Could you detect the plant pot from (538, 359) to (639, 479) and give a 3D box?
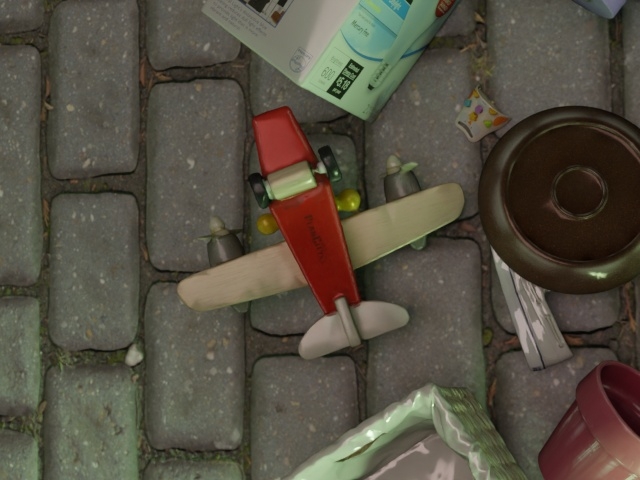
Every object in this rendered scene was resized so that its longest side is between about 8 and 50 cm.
[{"bbox_3d":[0.435,0.312,1.674,0.201,0.201,0.180,49,118,18],"label":"plant pot"}]

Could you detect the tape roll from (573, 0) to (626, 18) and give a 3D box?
[{"bbox_3d":[0.371,-0.462,1.719,0.275,0.275,0.090,42,100,20],"label":"tape roll"}]

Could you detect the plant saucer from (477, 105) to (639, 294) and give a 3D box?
[{"bbox_3d":[0.404,-0.071,1.742,0.311,0.050,0.310,-1,77,6],"label":"plant saucer"}]

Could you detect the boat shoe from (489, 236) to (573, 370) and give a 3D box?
[{"bbox_3d":[0.338,0.078,1.789,0.084,0.095,0.258,-18,86,10],"label":"boat shoe"}]

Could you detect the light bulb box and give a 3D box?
[{"bbox_3d":[0.054,-0.421,1.797,0.225,0.358,0.361,39,100,18],"label":"light bulb box"}]

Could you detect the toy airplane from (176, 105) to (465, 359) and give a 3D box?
[{"bbox_3d":[0.000,0.000,1.859,0.386,0.272,0.384,21,106,-14],"label":"toy airplane"}]

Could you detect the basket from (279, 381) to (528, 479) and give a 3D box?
[{"bbox_3d":[0.161,0.435,1.721,0.328,0.266,0.331,-36,72,15],"label":"basket"}]

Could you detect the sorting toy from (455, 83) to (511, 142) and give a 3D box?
[{"bbox_3d":[0.264,-0.208,1.870,0.083,0.045,0.075,49,122,18],"label":"sorting toy"}]
